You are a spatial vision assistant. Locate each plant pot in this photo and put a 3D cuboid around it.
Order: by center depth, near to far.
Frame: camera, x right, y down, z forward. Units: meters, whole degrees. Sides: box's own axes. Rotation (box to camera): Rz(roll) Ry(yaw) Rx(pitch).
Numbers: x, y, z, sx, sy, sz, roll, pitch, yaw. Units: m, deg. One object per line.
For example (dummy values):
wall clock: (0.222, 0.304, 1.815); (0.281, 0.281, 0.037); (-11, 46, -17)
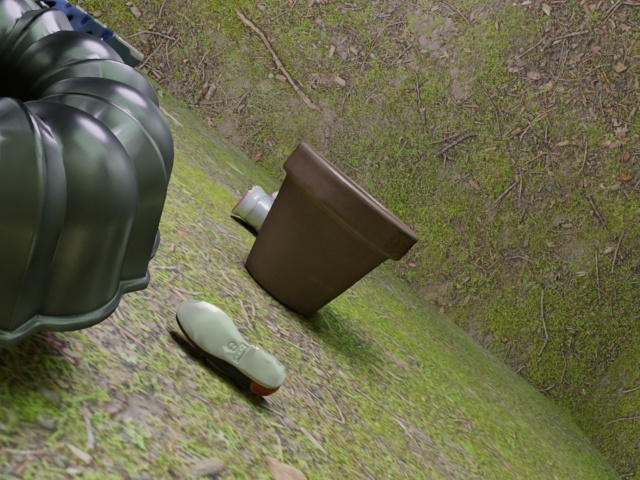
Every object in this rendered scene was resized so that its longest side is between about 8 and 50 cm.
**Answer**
plant pot: (0.000, 0.000, 1.263); (0.263, 0.229, 0.263); (38, 6, -5)

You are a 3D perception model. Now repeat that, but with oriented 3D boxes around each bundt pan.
bundt pan: (-0.246, -0.087, 0.502); (0.331, 0.124, 0.331); (24, 28, -14)

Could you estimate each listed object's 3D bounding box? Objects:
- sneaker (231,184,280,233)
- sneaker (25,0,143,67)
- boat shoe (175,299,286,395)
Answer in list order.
sneaker: (-0.100, -0.045, 1.646); (0.111, 0.103, 0.252); (45, 14, 15)
sneaker: (-0.437, -0.289, 1.059); (0.315, 0.182, 0.127); (34, 1, -5)
boat shoe: (-0.098, 0.116, 0.776); (0.137, 0.049, 0.043); (37, -36, 0)
